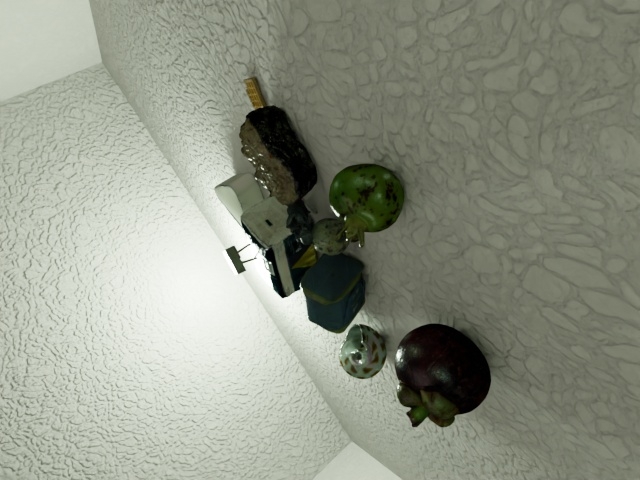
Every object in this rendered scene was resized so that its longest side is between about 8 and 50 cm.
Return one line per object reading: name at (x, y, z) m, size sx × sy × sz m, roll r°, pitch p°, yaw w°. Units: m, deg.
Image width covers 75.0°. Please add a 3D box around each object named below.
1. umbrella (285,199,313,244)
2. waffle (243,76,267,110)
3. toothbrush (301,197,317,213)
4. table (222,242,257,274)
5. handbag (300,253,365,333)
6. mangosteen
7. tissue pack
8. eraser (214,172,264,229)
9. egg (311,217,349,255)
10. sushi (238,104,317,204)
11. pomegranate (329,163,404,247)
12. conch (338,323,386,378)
umbrella at (-0.085, -0.077, 1.566) m, size 0.143 × 0.094 × 0.349 m, roll 48°, pitch -169°, yaw -29°
waffle at (-0.241, -0.534, 1.542) m, size 0.092 × 0.021 × 0.135 m, roll 22°, pitch 141°, yaw 54°
toothbrush at (-0.077, -0.172, 1.731) m, size 0.204 × 0.017 × 0.022 m, roll 44°, pitch 175°, yaw 28°
table at (-0.355, 0.075, 1.855) m, size 0.121 × 0.111 × 0.240 m, roll 63°, pitch 165°, yaw -4°
handbag at (0.057, 0.205, 1.665) m, size 0.222 × 0.263 × 0.241 m, roll 20°, pitch 145°, yaw 28°
mangosteen at (0.360, 0.413, 1.304) m, size 0.300 × 0.300 × 0.300 m, roll 44°, pitch 156°, yaw 26°
tissue pack at (-0.176, 0.037, 1.910) m, size 0.264 × 0.253 × 0.416 m, roll 42°, pitch 154°, yaw 33°
eraser at (-0.428, -0.233, 2.195) m, size 0.331 × 0.150 × 0.331 m, roll 41°, pitch 155°, yaw 24°
egg at (0.032, -0.015, 1.559) m, size 0.181 × 0.141 × 0.141 m, roll 16°, pitch 136°, yaw 63°
sushi at (-0.158, -0.304, 1.500) m, size 0.211 × 0.171 × 0.350 m, roll 8°, pitch 130°, yaw 59°
pomegranate at (0.116, -0.095, 1.146) m, size 0.211 × 0.263 × 0.211 m, roll 21°, pitch 159°, yaw 9°
conch at (0.190, 0.502, 1.910) m, size 0.368 × 0.197 × 0.249 m, roll 162°, pitch 109°, yaw -68°
